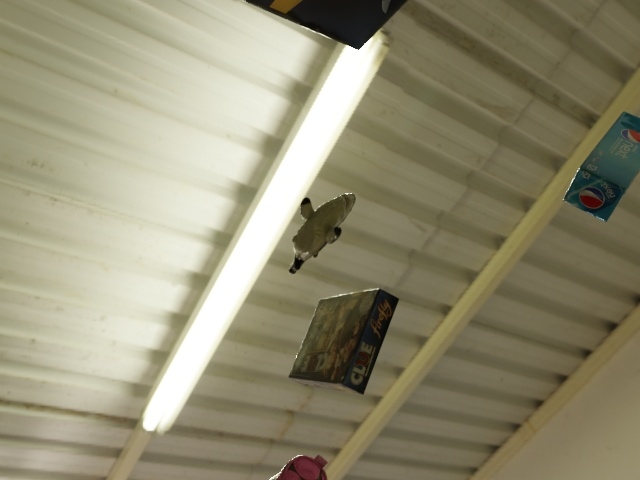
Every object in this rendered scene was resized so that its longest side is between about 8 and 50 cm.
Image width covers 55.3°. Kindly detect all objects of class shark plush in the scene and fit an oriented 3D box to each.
[{"bbox_3d":[0.000,0.000,0.902,0.067,0.073,0.161,-32,-30,-51],"label":"shark plush"}]

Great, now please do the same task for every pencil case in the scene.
[{"bbox_3d":[-0.065,0.430,1.022,0.095,0.098,0.209,40,-48,-3],"label":"pencil case"}]

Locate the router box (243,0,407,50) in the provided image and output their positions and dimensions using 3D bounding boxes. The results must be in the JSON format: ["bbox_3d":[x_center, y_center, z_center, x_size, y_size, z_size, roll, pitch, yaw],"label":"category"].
[{"bbox_3d":[0.039,-0.335,0.553,0.243,0.081,0.309,8,-33,-41],"label":"router box"}]

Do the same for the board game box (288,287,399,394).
[{"bbox_3d":[0.032,0.174,1.054,0.042,0.243,0.165,28,-110,-16],"label":"board game box"}]

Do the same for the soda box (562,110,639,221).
[{"bbox_3d":[0.450,-0.117,0.933,0.210,0.071,0.067,-41,-27,-37],"label":"soda box"}]
